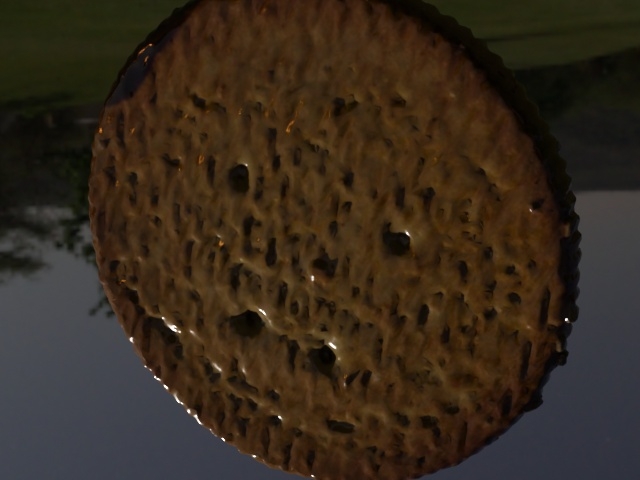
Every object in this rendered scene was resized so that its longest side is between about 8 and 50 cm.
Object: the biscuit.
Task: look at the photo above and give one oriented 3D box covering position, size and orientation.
[{"bbox_3d":[0.000,0.000,0.631,0.305,0.305,0.038,1,-162,24],"label":"biscuit"}]
